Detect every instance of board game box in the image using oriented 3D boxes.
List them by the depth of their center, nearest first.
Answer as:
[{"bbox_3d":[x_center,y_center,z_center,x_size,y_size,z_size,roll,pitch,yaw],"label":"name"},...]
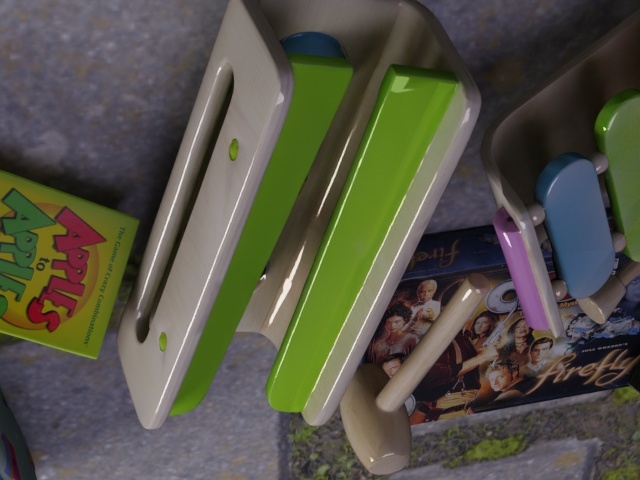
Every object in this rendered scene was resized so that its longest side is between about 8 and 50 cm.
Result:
[{"bbox_3d":[-0.205,0.002,0.794,0.181,0.043,0.092,21,82,-34],"label":"board game box"},{"bbox_3d":[0.141,0.059,1.010,0.243,0.042,0.165,-9,133,-13],"label":"board game box"}]

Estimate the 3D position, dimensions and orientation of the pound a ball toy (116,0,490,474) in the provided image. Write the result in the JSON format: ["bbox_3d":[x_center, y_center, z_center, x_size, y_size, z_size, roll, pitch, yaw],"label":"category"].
[{"bbox_3d":[0.000,0.000,0.838,0.208,0.136,0.319,3,131,-26],"label":"pound a ball toy"}]

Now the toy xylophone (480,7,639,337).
[{"bbox_3d":[0.237,-0.063,0.861,0.323,0.081,0.236,-42,136,-5],"label":"toy xylophone"}]

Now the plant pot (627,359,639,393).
[{"bbox_3d":[0.380,0.076,1.008,0.188,0.187,0.167,0,114,-39],"label":"plant pot"}]

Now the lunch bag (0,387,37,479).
[{"bbox_3d":[-0.316,0.153,0.881,0.224,0.108,0.279,-17,135,-5],"label":"lunch bag"}]
